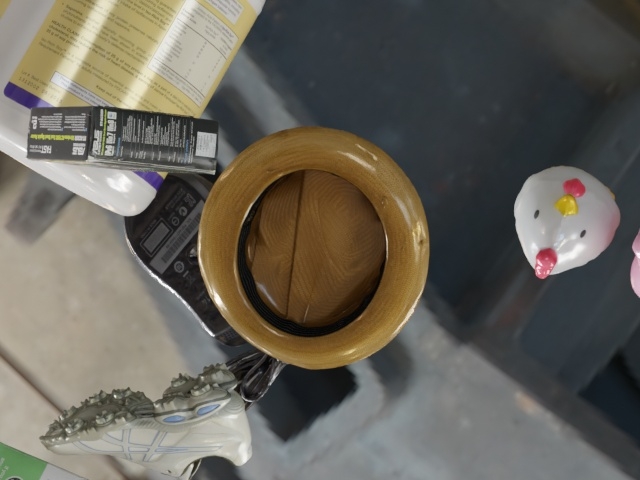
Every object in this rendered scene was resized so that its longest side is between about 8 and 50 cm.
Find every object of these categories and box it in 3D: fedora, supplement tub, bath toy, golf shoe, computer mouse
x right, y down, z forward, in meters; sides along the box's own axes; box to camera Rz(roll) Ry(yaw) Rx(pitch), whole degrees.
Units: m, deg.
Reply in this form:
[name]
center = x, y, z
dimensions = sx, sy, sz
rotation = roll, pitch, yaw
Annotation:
[fedora]
center = 0.000, 0.000, 1.471
dimensions = 0.194, 0.079, 0.194
rotation = 4, 107, 12
[supplement tub]
center = -0.200, -0.218, 1.860
dimensions = 0.241, 0.331, 0.241
rotation = 30, 175, 3
[bath toy]
center = 0.336, 0.021, 1.696
dimensions = 0.348, 0.129, 0.151
rotation = 18, 122, 11
[golf shoe]
center = -0.134, 0.156, 1.464
dimensions = 0.176, 0.069, 0.086
rotation = -12, 112, 27
[computer mouse]
center = -0.106, 0.037, 2.026
dimensions = 0.188, 0.072, 0.272
rotation = -45, 74, 22

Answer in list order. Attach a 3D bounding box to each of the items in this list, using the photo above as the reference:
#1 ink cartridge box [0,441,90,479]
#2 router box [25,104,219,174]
[ink cartridge box]
center = -0.192, 0.274, 1.496
dimensions = 0.212, 0.154, 0.093
rotation = 23, 158, 5
[router box]
center = -0.135, -0.068, 1.275
dimensions = 0.122, 0.092, 0.038
rotation = 5, 91, 62
